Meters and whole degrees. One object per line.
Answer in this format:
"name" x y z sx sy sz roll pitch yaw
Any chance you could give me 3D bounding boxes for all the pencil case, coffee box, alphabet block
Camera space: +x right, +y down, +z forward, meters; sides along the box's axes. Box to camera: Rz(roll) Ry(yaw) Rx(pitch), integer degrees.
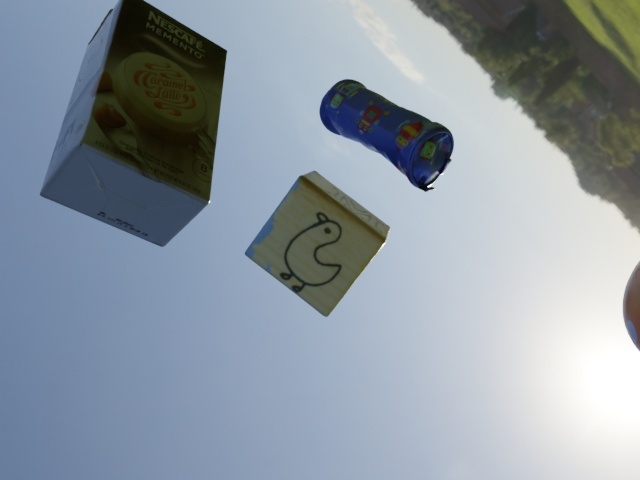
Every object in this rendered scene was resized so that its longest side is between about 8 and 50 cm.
"pencil case" 0.129 -0.210 1.405 0.133 0.119 0.306 27 -171 -47
"coffee box" -0.193 -0.136 0.788 0.141 0.098 0.247 26 -136 -30
"alphabet block" 0.000 0.000 1.400 0.197 0.192 0.193 36 -166 2

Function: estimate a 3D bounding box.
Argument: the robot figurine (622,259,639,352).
"robot figurine" 0.309 0.071 0.518 0.219 0.158 0.128 42 168 -7
